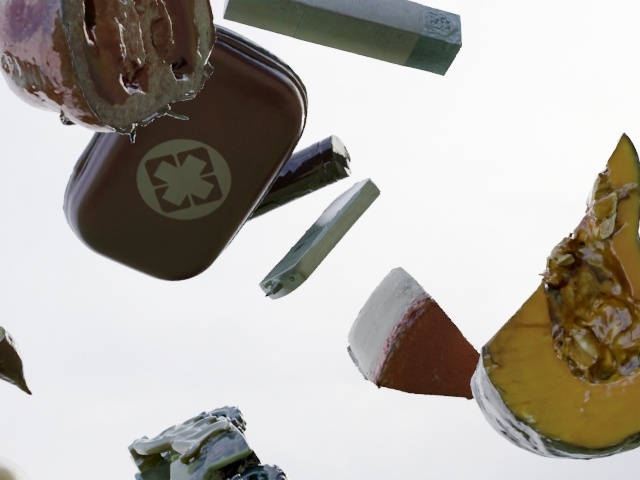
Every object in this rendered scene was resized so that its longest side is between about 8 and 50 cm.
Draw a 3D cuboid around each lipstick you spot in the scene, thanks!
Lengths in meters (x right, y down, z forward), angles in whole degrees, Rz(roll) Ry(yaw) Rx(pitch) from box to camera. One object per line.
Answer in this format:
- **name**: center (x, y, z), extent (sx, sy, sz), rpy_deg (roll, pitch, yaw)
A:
- **lipstick**: center (0.032, -0.299, 1.411), extent (0.317, 0.066, 0.068), rpy_deg (12, -35, -14)

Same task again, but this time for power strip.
- **power strip**: center (0.000, 0.000, 1.239), extent (0.080, 0.029, 0.227), rpy_deg (-30, 14, 48)

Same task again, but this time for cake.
- **cake**: center (0.193, 0.141, 1.637), extent (0.262, 0.158, 0.160), rpy_deg (8, -70, -22)

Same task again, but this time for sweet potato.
- **sweet potato**: center (-0.391, 0.154, 1.323), extent (0.049, 0.049, 0.117), rpy_deg (-38, -53, -20)

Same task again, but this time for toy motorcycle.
- **toy motorcycle**: center (-0.194, 0.403, 1.773), extent (0.237, 0.410, 0.169), rpy_deg (-28, -72, -10)

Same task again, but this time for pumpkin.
- **pumpkin**: center (0.222, 0.061, 0.974), extent (0.190, 0.281, 0.139), rpy_deg (-11, -15, 4)

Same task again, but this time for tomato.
- **tomato**: center (-0.209, -0.188, 0.946), extent (0.214, 0.155, 0.181), rpy_deg (-36, -54, -55)

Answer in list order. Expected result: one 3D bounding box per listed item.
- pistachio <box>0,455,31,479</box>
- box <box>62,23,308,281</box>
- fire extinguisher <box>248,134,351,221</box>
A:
- **pistachio**: center (-0.420, 0.303, 1.150), extent (0.187, 0.299, 0.188), rpy_deg (-4, -84, -44)
- **box**: center (-0.195, -0.117, 1.503), extent (0.263, 0.108, 0.404), rpy_deg (24, -62, -22)
- **fire extinguisher**: center (-0.077, -0.073, 1.645), extent (0.267, 0.089, 0.072), rpy_deg (-23, -6, 22)
